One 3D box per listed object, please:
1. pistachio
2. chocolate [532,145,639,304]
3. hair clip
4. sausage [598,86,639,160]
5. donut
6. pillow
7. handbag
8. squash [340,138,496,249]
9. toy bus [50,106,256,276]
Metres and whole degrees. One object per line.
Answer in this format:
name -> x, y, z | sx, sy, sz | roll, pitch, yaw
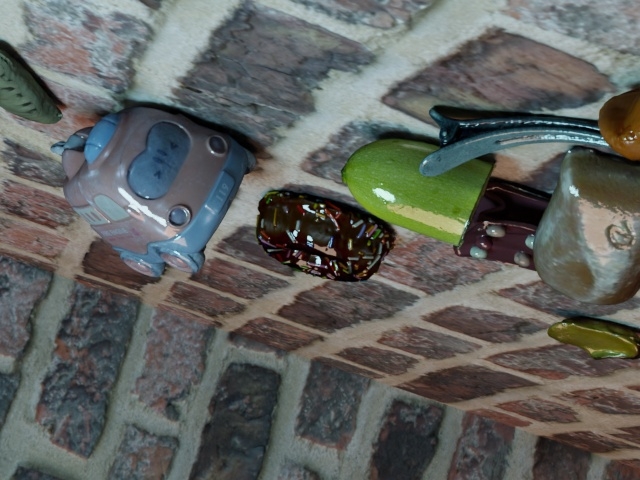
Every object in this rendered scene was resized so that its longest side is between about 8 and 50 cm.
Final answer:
pistachio -> 0.482, 0.167, 2.248 | 0.172, 0.049, 0.090 | 14, 141, 19
chocolate -> 0.347, 0.004, 1.590 | 0.161, 0.083, 0.261 | 10, 146, 6
hair clip -> 0.245, -0.116, 1.459 | 0.275, 0.083, 0.048 | 0, 154, 28
sausage -> 0.345, -0.122, 1.252 | 0.089, 0.089, 0.179 | 24, 161, -27
donut -> 0.000, 0.000, 2.091 | 0.235, 0.089, 0.235 | 17, 165, 5
pillow -> -0.445, -0.220, 1.838 | 0.093, 0.051, 0.241 | 13, 167, 14
handbag -> 0.297, -0.002, 1.779 | 0.216, 0.074, 0.203 | 17, 166, -1
squash -> 0.118, -0.069, 1.646 | 0.186, 0.123, 0.123 | 17, 166, 8
toy bus -> -0.255, -0.087, 1.871 | 0.231, 0.197, 0.294 | 35, 161, -23
